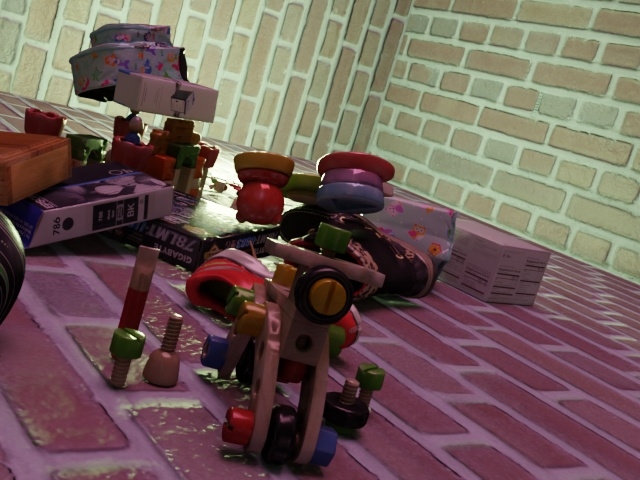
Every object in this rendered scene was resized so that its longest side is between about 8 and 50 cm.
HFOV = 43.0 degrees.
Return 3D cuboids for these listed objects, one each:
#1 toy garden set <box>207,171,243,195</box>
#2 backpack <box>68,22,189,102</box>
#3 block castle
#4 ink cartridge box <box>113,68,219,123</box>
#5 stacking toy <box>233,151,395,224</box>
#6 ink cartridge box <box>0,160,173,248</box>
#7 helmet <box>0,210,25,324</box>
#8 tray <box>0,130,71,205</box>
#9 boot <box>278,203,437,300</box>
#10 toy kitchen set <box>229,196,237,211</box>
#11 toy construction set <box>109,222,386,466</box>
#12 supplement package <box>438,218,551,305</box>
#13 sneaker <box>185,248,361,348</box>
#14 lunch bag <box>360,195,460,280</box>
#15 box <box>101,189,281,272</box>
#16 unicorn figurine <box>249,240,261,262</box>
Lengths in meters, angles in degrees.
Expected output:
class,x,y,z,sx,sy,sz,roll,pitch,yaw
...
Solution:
class,x,y,z,sx,sy,sz,roll,pitch,yaw
toy garden set,-0.325,-0.164,2.295,0.244,0.049,0.204,15,8,-10
backpack,-0.467,-0.418,1.944,0.253,0.191,0.225,-18,11,-35
block castle,-0.442,-0.209,1.874,0.303,0.213,0.453,19,10,13
ink cartridge box,-0.345,-0.322,1.815,0.190,0.082,0.139,2,15,-37
stacking toy,-0.001,-0.077,1.618,0.309,0.130,0.279,1,-12,19
ink cartridge box,-0.422,-0.063,1.347,0.165,0.065,0.332,23,27,32
helmet,-0.398,0.022,0.851,0.169,0.162,0.169,16,10,-3
tray,-0.630,-0.134,1.277,0.410,0.076,0.203,7,18,8
boot,0.018,0.020,1.628,0.377,0.138,0.284,28,14,27
toy kitchen set,-0.194,-0.052,1.971,0.068,0.075,0.083,-21,-57,39
toy construction set,-0.070,0.073,0.888,0.308,0.237,0.257,18,10,8
supplement package,0.399,0.046,2.038,0.204,0.145,0.262,7,14,-41
sneaker,-0.076,0.105,1.185,0.279,0.107,0.118,18,28,24
lunch bag,0.188,0.001,1.895,0.223,0.160,0.262,13,-15,3
box,-0.272,-0.030,1.577,0.295,0.073,0.293,19,14,21
unicorn figurine,-0.066,0.077,1.413,0.162,0.060,0.111,31,6,-13
